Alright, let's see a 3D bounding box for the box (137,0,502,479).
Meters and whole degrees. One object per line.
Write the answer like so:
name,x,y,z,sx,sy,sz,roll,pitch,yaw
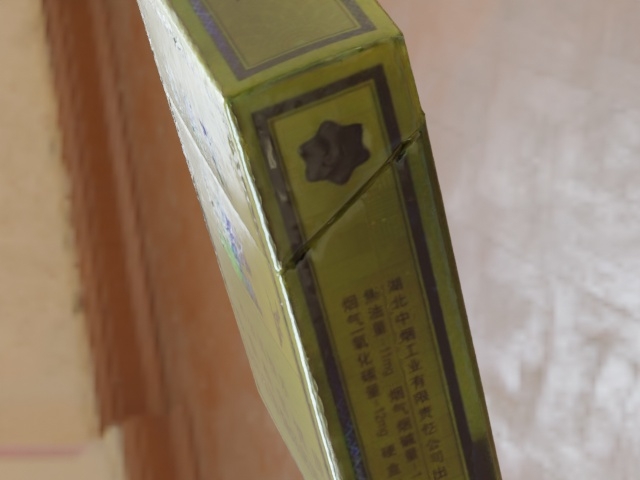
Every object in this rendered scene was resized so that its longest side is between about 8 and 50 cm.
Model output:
box,-0.001,0.000,0.657,0.141,0.064,0.220,-122,12,-54
